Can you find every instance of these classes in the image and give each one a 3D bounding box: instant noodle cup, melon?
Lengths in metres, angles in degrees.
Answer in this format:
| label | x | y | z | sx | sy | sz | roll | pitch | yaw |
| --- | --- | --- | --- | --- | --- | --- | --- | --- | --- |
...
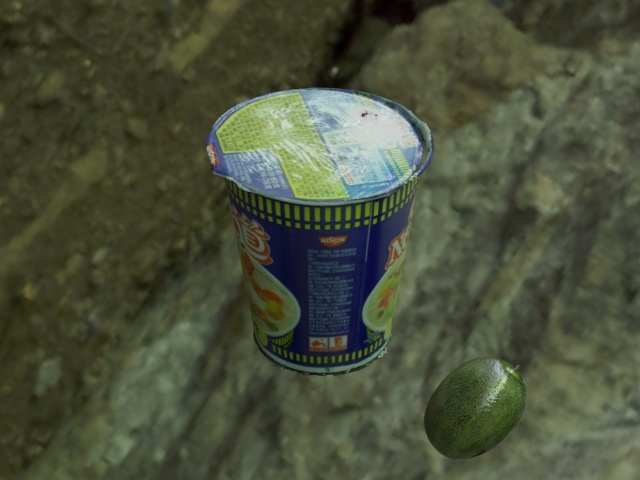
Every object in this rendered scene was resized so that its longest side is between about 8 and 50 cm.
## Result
| label | x | y | z | sx | sy | sz | roll | pitch | yaw |
| --- | --- | --- | --- | --- | --- | --- | --- | --- | --- |
| instant noodle cup | 0.000 | 0.000 | 1.693 | 0.284 | 0.284 | 0.312 | -55 | 152 | -49 |
| melon | 0.210 | 0.222 | 1.728 | 0.167 | 0.114 | 0.114 | -48 | -179 | 22 |
